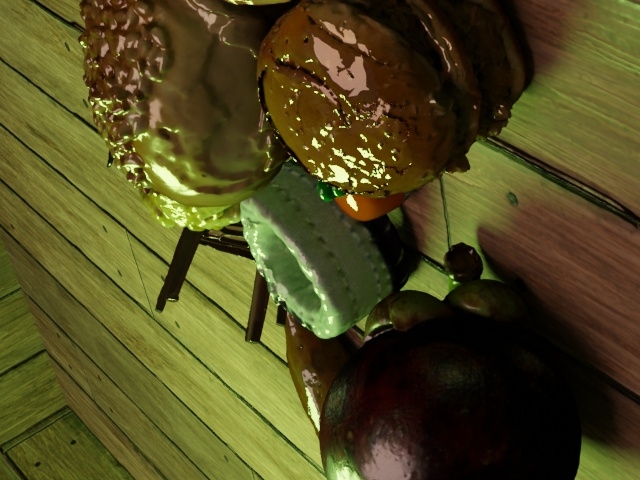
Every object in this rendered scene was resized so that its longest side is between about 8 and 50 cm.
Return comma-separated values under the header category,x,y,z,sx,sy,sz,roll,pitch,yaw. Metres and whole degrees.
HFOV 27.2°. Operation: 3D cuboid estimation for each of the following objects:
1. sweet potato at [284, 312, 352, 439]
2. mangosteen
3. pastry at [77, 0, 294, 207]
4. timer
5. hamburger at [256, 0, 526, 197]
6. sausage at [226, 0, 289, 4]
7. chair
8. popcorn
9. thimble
category,x,y,z,sx,sy,sz,roll,pitch,yaw
sweet potato,0.015,0.225,2.050,0.112,0.112,0.359,-18,94,66
mangosteen,0.147,0.197,1.555,0.306,0.306,0.360,111,156,-62
pastry,-0.151,-0.236,1.528,0.409,0.245,0.410,180,90,-85
timer,0.047,-0.083,1.603,0.099,0.136,0.136,28,142,60
hamburger,0.074,-0.167,1.348,0.245,0.211,0.260,43,151,14
sausage,-0.096,-0.389,1.234,0.233,0.233,0.287,170,108,-65
chair,-0.130,-0.029,2.035,0.175,0.183,0.327,145,139,-68
popcorn,-0.174,-0.137,1.833,0.225,0.249,0.249,14,150,-2
thimble,0.000,0.000,1.749,0.237,0.150,0.237,48,160,24
